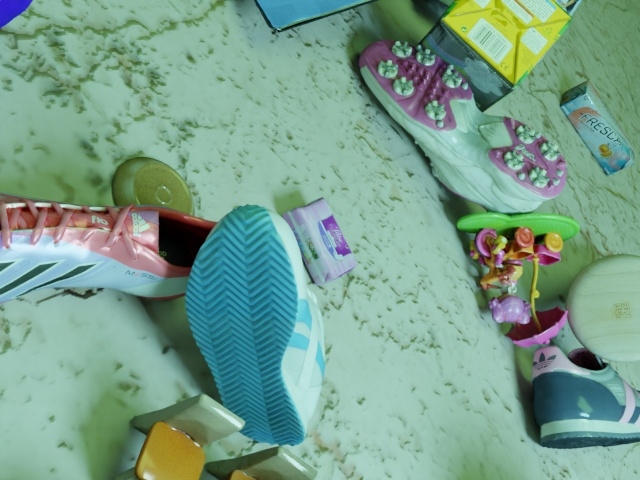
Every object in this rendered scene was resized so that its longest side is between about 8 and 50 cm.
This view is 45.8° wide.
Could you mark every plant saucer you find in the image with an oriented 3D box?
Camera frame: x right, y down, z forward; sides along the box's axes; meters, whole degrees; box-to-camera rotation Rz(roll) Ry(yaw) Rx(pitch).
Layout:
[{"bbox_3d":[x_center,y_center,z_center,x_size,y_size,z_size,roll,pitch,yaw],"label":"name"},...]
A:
[{"bbox_3d":[-0.139,-0.037,0.652,0.083,0.015,0.083,26,51,-37],"label":"plant saucer"}]

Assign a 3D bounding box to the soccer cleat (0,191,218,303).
[{"bbox_3d":[-0.169,0.000,0.532,0.248,0.095,0.083,10,59,-47],"label":"soccer cleat"}]

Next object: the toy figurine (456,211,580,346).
[{"bbox_3d":[0.258,0.056,0.982,0.173,0.130,0.159,10,70,-24],"label":"toy figurine"}]

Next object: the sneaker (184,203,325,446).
[{"bbox_3d":[-0.043,0.059,0.593,0.092,0.087,0.229,-70,163,-47],"label":"sneaker"}]

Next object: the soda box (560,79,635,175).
[{"bbox_3d":[0.547,-0.221,1.491,0.183,0.058,0.063,49,41,-16],"label":"soda box"}]

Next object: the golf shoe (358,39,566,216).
[{"bbox_3d":[0.163,-0.132,0.982,0.306,0.140,0.115,41,58,6],"label":"golf shoe"}]

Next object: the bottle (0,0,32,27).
[{"bbox_3d":[-0.304,-0.293,0.546,0.283,0.092,0.118,67,22,5],"label":"bottle"}]

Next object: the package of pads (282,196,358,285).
[{"bbox_3d":[0.000,0.000,0.773,0.050,0.032,0.083,-27,90,-50],"label":"package of pads"}]

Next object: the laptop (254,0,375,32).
[{"bbox_3d":[0.037,-0.507,0.818,0.381,0.408,0.236,-25,46,-22],"label":"laptop"}]

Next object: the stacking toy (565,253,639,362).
[{"bbox_3d":[0.437,0.080,1.116,0.141,0.141,0.330,67,19,5],"label":"stacking toy"}]

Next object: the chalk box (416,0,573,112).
[{"bbox_3d":[0.213,-0.262,1.032,0.132,0.213,0.132,41,80,-4],"label":"chalk box"}]

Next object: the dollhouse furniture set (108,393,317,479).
[{"bbox_3d":[-0.049,0.265,0.482,0.259,0.135,0.262,42,43,-25],"label":"dollhouse furniture set"}]

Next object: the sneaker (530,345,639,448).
[{"bbox_3d":[0.396,0.211,1.033,0.319,0.112,0.131,15,59,-45],"label":"sneaker"}]

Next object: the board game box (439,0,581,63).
[{"bbox_3d":[0.333,-0.477,1.207,0.308,0.302,0.086,14,26,-44],"label":"board game box"}]
